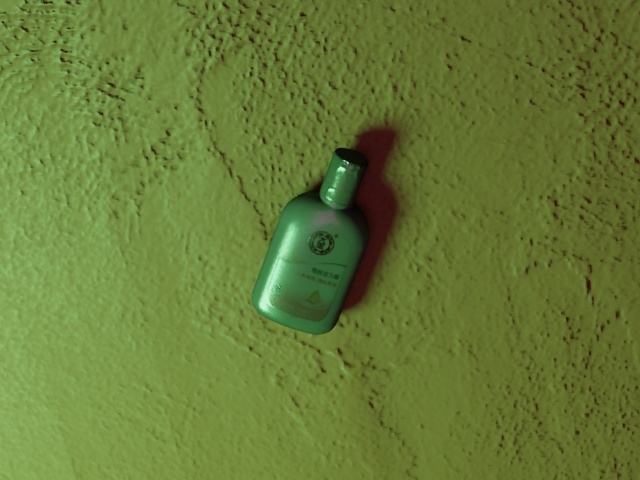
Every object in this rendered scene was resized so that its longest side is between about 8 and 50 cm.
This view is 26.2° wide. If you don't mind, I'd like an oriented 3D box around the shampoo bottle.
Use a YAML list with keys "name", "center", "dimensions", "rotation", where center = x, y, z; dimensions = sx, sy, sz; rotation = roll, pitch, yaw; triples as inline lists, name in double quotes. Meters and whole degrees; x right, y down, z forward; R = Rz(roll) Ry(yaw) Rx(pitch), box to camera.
- name: "shampoo bottle"
  center: [0.000, 0.000, 1.181]
  dimensions: [0.080, 0.040, 0.165]
  rotation: [21, 114, -2]
